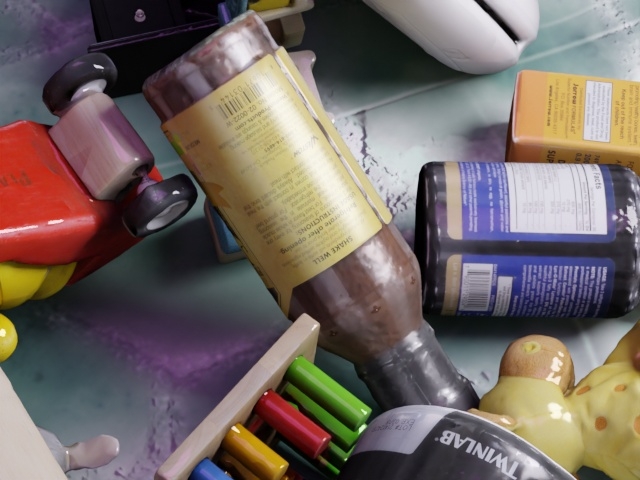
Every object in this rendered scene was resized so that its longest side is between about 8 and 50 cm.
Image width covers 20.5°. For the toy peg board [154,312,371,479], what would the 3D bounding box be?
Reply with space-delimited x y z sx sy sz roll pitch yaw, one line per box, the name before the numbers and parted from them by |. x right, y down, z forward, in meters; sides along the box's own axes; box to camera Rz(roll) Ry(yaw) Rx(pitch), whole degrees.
toy peg board | -0.037 0.162 1.262 0.079 0.161 0.160 36 64 15

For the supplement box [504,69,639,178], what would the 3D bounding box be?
supplement box | 0.272 -0.079 1.465 0.233 0.078 0.080 5 58 3

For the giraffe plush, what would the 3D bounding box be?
giraffe plush | 0.194 0.129 1.288 0.170 0.181 0.210 1 40 13

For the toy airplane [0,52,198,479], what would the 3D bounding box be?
toy airplane | -0.305 0.022 1.279 0.384 0.272 0.386 25 45 -19

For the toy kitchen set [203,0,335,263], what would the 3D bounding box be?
toy kitchen set | -0.046 -0.110 1.395 0.122 0.166 0.207 -16 78 -10

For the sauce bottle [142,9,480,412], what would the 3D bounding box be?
sauce bottle | 0.000 0.000 1.314 0.111 0.111 0.344 -34 96 -20

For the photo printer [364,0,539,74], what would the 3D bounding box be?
photo printer | 0.045 -0.259 1.476 0.307 0.256 0.107 40 96 22

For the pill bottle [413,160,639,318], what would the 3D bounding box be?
pill bottle | 0.186 0.000 1.387 0.219 0.123 0.122 2 58 -1

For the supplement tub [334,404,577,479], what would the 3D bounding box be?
supplement tub | 0.046 0.283 1.168 0.194 0.193 0.316 26 62 15

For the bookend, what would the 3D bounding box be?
bookend | -0.138 -0.217 1.547 0.156 0.072 0.157 -12 59 -8
